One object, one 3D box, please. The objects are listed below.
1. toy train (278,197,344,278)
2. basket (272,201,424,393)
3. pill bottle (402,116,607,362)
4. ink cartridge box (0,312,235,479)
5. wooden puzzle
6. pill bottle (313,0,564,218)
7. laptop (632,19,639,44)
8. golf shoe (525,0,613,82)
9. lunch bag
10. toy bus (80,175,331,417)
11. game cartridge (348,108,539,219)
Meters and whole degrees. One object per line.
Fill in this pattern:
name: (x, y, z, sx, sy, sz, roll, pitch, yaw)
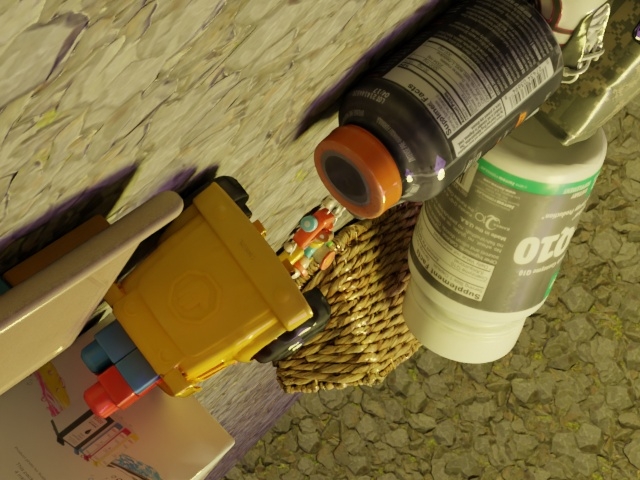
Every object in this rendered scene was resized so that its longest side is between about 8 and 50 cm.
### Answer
toy train: (0.000, 0.000, 1.965, 0.125, 0.046, 0.166, -46, 172, 18)
basket: (0.034, 0.068, 2.366, 0.213, 0.223, 0.299, -9, -165, 34)
pill bottle: (0.235, -0.020, 2.172, 0.204, 0.204, 0.361, -37, 153, -44)
ink cartridge box: (-0.230, 0.214, 1.414, 0.232, 0.168, 0.171, -38, 171, -43)
wooden puzzle: (-0.222, 0.064, 1.145, 0.221, 0.044, 0.238, -37, 174, -47)
pill bottle: (0.106, -0.124, 1.517, 0.245, 0.130, 0.130, -40, 172, -26)
laptop: (0.482, -0.353, 1.804, 0.382, 0.236, 0.408, -58, -167, 8)
golf shoe: (0.247, -0.225, 1.560, 0.105, 0.120, 0.273, -37, -176, -26)
lunch bag: (0.368, -0.265, 2.014, 0.235, 0.169, 0.287, -50, 167, 25)
toy bus: (-0.112, 0.070, 1.368, 0.211, 0.149, 0.220, -38, 174, -4)
game cartridge: (0.134, -0.106, 1.807, 0.198, 0.062, 0.297, -30, -179, -11)
